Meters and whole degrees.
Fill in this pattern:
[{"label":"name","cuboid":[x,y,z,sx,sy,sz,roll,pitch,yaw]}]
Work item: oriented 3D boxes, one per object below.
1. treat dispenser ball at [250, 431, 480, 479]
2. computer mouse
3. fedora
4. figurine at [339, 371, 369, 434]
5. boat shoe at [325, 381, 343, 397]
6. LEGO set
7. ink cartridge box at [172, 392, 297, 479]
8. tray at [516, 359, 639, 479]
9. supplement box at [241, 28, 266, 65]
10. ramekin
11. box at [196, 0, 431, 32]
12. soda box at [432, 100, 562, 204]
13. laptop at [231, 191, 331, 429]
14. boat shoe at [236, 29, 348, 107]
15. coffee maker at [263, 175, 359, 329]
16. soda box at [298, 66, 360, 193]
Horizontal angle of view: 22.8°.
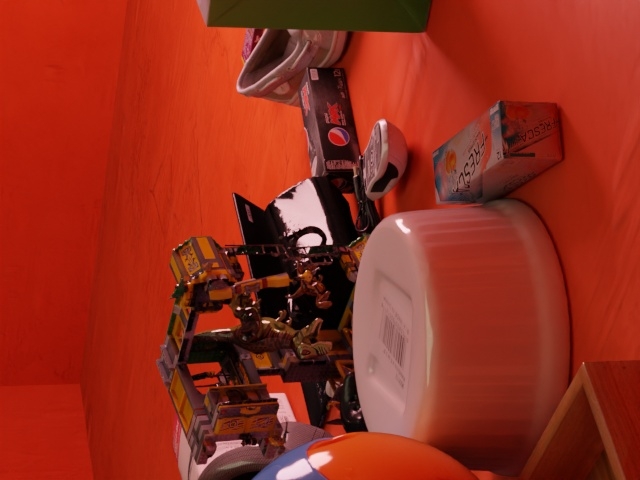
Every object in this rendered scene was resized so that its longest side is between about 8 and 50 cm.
[{"label":"treat dispenser ball","cuboid":[0.040,0.313,1.404,0.288,0.288,0.288,180,90,-74]},{"label":"computer mouse","cuboid":[0.075,-0.083,1.904,0.193,0.042,0.106,116,154,-68]},{"label":"fedora","cuboid":[-0.037,0.336,2.056,0.124,0.244,0.275,-64,-11,-48]},{"label":"figurine","cuboid":[0.077,0.273,1.676,0.215,0.092,0.209,-109,0,-46]},{"label":"boat shoe","cuboid":[0.032,0.166,2.077,0.035,0.035,0.100,27,115,41]},{"label":"LEGO set","cuboid":[-0.029,0.132,1.802,0.255,0.331,0.192,-63,37,32]},{"label":"ink cartridge box","cuboid":[-0.109,0.330,2.302,0.237,0.172,0.100,-117,30,-56]},{"label":"tray","cuboid":[0.260,0.318,1.221,0.203,0.076,0.411,108,155,-47]},{"label":"supplement box","cuboid":[-0.086,-0.301,2.422,0.043,0.055,0.083,-111,26,-47]},{"label":"ramekin","cuboid":[0.128,0.096,1.557,0.277,0.135,0.277,180,90,-73]},{"label":"box","cuboid":[-0.021,-0.351,1.832,0.231,0.262,0.126,-114,28,-52]},{"label":"soda box","cuboid":[0.169,-0.082,1.539,0.183,0.063,0.058,140,128,-69]},{"label":"laptop","cuboid":[-0.060,0.106,2.196,0.264,0.137,0.234,106,157,-44]},{"label":"boat shoe","cuboid":[-0.034,-0.285,2.156,0.320,0.103,0.118,122,144,-61]},{"label":"coffee maker","cuboid":[0.000,0.000,1.980,0.178,0.120,0.171,-111,9,-53]},{"label":"soda box","cuboid":[0.012,-0.145,2.092,0.060,0.053,0.169,115,151,-56]}]
